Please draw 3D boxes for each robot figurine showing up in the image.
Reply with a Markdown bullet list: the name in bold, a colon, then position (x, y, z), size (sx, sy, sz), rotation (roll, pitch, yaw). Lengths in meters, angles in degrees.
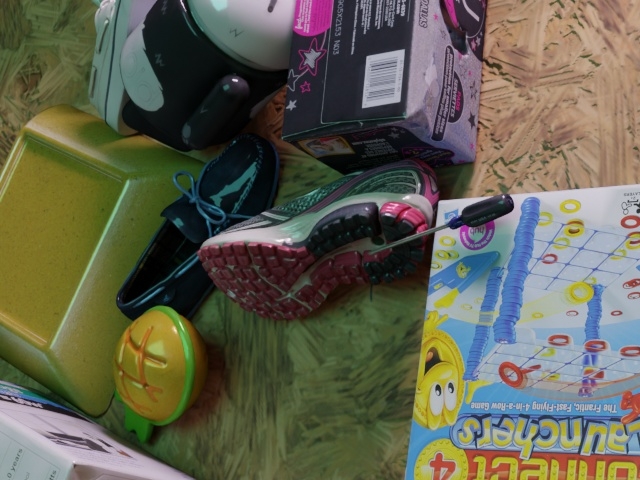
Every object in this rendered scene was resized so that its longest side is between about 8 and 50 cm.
- **robot figurine**: position (-0.114, -0.215, 1.672), size (0.278, 0.174, 0.209), rotation (-42, 71, 41)

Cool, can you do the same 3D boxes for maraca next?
- **maraca**: position (-0.187, 0.150, 1.662), size (0.185, 0.099, 0.127), rotation (-50, 51, 45)

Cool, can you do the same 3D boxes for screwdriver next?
- **screwdriver**: position (0.114, -0.010, 1.422), size (0.170, 0.025, 0.024), rotation (-24, 60, 40)

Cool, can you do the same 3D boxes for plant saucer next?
- **plant saucer**: position (-0.325, 0.004, 1.836), size (0.333, 0.081, 0.332), rotation (24, 88, 42)

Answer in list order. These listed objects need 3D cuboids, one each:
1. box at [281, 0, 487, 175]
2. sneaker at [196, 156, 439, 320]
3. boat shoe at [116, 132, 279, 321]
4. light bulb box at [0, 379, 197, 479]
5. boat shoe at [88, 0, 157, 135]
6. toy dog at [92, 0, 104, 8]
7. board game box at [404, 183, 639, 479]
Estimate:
- **box**: position (0.074, -0.206, 1.558), size (0.163, 0.142, 0.247), rotation (-7, 70, 35)
- **sneaker**: position (0.000, 0.000, 1.571), size (0.299, 0.121, 0.112), rotation (-14, 36, 35)
- **boat shoe**: position (-0.137, -0.009, 1.683), size (0.109, 0.089, 0.258), rotation (30, 93, 41)
- **light bulb box**: position (-0.362, 0.355, 1.632), size (0.361, 0.225, 0.358), rotation (21, 87, 42)
- **boat shoe**: position (-0.228, -0.256, 1.788), size (0.088, 0.096, 0.267), rotation (38, 135, 25)
- **toy dog**: position (-0.265, -0.427, 1.938), size (0.334, 0.161, 0.220), rotation (38, 95, 26)
- **board game box**: position (0.237, 0.108, 1.343), size (0.308, 0.086, 0.302), rotation (-4, 70, 37)
